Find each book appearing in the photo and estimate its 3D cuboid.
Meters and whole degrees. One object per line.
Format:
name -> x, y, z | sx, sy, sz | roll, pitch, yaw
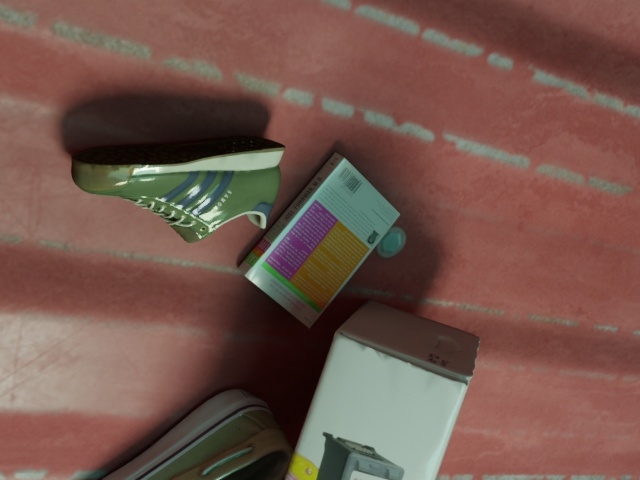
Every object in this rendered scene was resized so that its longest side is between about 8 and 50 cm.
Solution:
book -> 0.000, 0.000, 0.995 | 0.144, 0.035, 0.096 | -49, 128, -3

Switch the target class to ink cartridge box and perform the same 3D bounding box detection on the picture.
ink cartridge box -> 0.039, 0.229, 0.992 | 0.226, 0.131, 0.306 | -23, 132, -79

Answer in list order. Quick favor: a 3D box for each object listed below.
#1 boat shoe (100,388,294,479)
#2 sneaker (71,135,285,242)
boat shoe -> -0.157, 0.266, 0.989 | 0.302, 0.094, 0.109 | -43, 130, -7
sneaker -> -0.115, -0.036, 0.874 | 0.192, 0.064, 0.086 | -9, 114, -34
